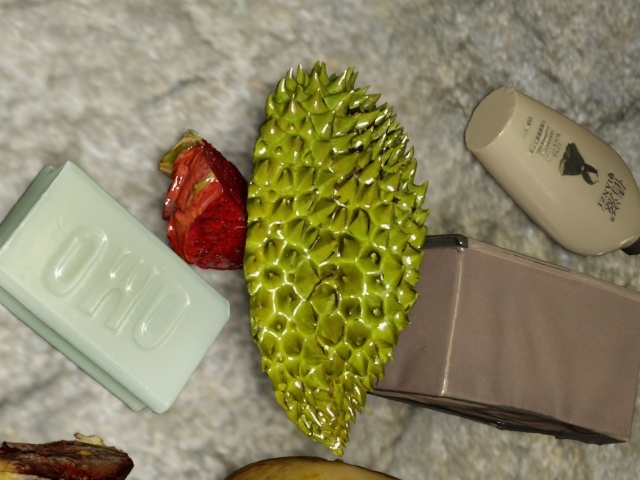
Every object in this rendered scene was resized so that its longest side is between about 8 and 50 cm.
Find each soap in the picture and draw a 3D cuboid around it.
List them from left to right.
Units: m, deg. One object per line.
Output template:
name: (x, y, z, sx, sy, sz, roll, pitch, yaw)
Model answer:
soap: (-0.181, 0.041, 1.088, 0.198, 0.066, 0.119, 44, 66, -25)

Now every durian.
durian: (0.002, -0.007, 1.139, 0.157, 0.169, 0.356, 11, 65, -9)

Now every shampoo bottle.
shampoo bottle: (0.266, -0.061, 1.397, 0.257, 0.078, 0.127, 34, 68, -30)

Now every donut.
donut: (-0.249, 0.206, 0.974, 0.295, 0.151, 0.112, 9, 92, -41)

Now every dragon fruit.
dragon fruit: (-0.101, -0.031, 1.142, 0.106, 0.083, 0.162, 60, 12, 27)

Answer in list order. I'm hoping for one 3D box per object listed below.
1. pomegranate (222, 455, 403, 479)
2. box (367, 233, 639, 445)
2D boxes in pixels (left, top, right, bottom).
pomegranate: (-0.001, 0.319, 1.094, 0.252, 0.229, 0.270, 13, 77, -25)
box: (0.159, 0.096, 1.250, 0.252, 0.188, 0.153, 19, 77, -35)
